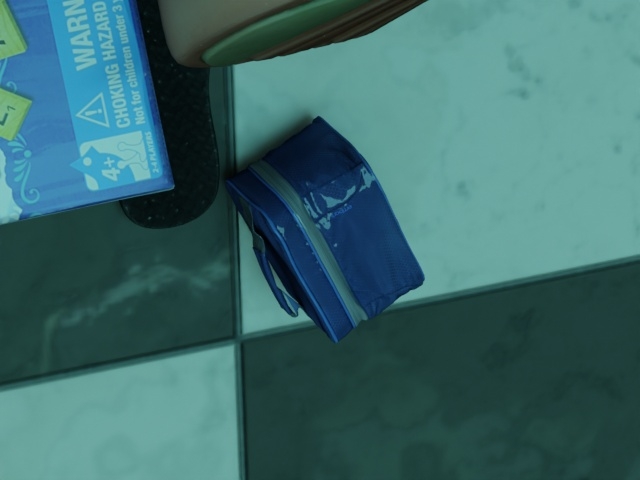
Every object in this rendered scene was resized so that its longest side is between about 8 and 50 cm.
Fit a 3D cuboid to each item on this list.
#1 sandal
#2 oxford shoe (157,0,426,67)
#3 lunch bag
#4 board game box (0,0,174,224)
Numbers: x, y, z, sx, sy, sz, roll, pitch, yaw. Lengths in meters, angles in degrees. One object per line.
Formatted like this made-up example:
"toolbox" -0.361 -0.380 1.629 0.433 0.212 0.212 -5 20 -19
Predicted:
"sandal" -0.077 -0.085 0.851 0.067 0.040 0.179 -10 131 -14
"oxford shoe" 0.076 -0.183 0.775 0.397 0.140 0.147 -21 89 -48
"lunch bag" 0.000 0.000 0.901 0.065 0.067 0.098 -33 123 -7
"board game box" -0.238 -0.140 0.660 0.318 0.066 0.319 -13 98 -12
